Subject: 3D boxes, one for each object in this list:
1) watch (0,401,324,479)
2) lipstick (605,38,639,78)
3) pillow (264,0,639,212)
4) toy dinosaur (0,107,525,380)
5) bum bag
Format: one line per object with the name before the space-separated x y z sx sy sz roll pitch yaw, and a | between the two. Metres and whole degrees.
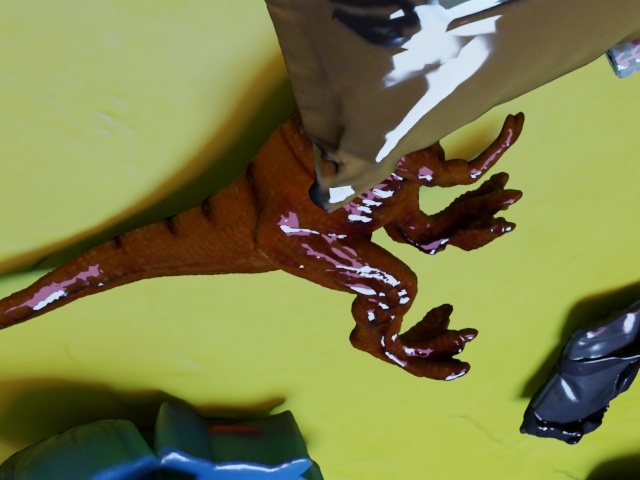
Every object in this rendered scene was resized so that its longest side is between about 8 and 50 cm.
watch | -0.106 0.266 0.994 0.241 0.274 0.305 -23 153 15
lipstick | 0.200 -0.121 0.729 0.116 0.037 0.037 -23 148 6
pillow | 0.089 -0.186 0.436 0.312 0.119 0.310 -27 135 -2
toy dinosaur | 0.000 0.000 0.782 0.208 0.097 0.432 31 125 -33
bum bag | 0.211 0.104 1.080 0.087 0.049 0.197 -9 148 -18
